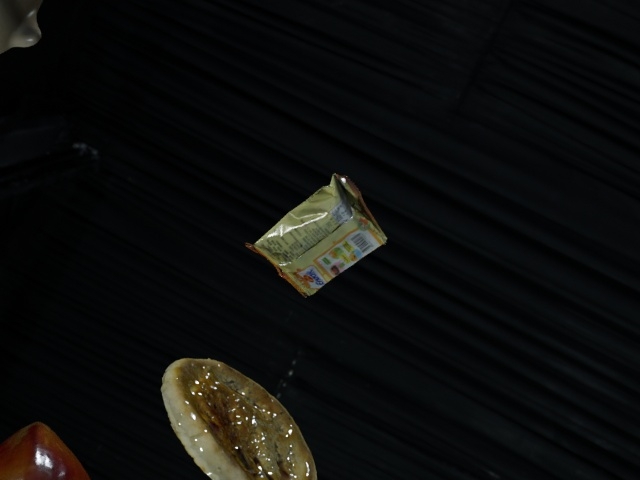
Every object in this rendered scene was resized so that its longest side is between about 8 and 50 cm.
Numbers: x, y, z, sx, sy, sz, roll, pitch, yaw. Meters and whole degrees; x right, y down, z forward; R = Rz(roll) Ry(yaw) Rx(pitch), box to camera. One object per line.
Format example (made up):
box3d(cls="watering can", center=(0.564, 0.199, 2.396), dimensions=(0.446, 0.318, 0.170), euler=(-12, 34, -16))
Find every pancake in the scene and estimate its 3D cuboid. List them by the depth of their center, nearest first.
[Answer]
box3d(cls="pancake", center=(-0.128, 0.342, 1.203), dimensions=(0.065, 0.356, 0.356), euler=(-41, -3, 13))

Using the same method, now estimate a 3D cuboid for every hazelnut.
box3d(cls="hazelnut", center=(-0.400, 0.352, 0.948), dimensions=(0.208, 0.208, 0.208), euler=(-61, -7, -14))

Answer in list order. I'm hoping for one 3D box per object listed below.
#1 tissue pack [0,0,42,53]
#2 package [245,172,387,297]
box3d(cls="tissue pack", center=(-0.471, -0.433, 0.885), dimensions=(0.267, 0.276, 0.387), euler=(111, 172, -73))
box3d(cls="package", center=(0.002, -0.001, 0.699), dimensions=(0.120, 0.031, 0.108), euler=(-37, -48, 7))
